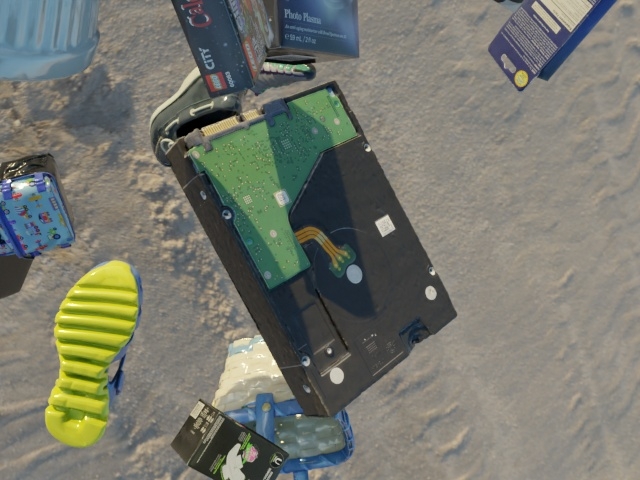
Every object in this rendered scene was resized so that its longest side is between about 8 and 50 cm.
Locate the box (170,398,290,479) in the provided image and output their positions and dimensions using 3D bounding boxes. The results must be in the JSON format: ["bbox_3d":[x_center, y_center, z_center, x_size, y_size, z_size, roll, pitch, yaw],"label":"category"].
[{"bbox_3d":[-0.083,0.192,0.559,0.083,0.062,0.052,39,72,-21],"label":"box"}]

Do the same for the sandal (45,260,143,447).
[{"bbox_3d":[-0.372,0.176,1.028,0.126,0.138,0.317,20,102,-4],"label":"sandal"}]

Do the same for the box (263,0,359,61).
[{"bbox_3d":[-0.069,-0.506,1.192,0.296,0.183,0.293,-20,110,-56],"label":"box"}]

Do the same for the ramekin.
[{"bbox_3d":[-0.255,-0.210,0.432,0.207,0.207,0.109,1,128,-38],"label":"ramekin"}]

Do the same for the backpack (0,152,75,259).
[{"bbox_3d":[-0.496,-0.045,0.977,0.173,0.117,0.158,-14,126,-15],"label":"backpack"}]

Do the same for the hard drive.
[{"bbox_3d":[0.000,0.000,0.723,0.237,0.064,0.338,-31,94,-35],"label":"hard drive"}]

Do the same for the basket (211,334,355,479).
[{"bbox_3d":[-0.051,0.300,0.885,0.201,0.288,0.254,-13,138,0],"label":"basket"}]

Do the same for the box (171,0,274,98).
[{"bbox_3d":[-0.104,-0.264,0.537,0.159,0.044,0.233,-86,161,-55],"label":"box"}]

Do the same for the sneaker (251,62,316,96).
[{"bbox_3d":[-0.116,-0.393,1.479,0.083,0.224,0.098,-59,158,-50],"label":"sneaker"}]

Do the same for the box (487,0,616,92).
[{"bbox_3d":[0.381,-0.365,1.008,0.037,0.225,0.136,7,47,-34],"label":"box"}]

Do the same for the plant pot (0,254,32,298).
[{"bbox_3d":[-0.675,0.017,1.165,0.187,0.167,0.188,33,112,-2],"label":"plant pot"}]

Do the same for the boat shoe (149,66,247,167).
[{"bbox_3d":[-0.176,-0.156,0.867,0.095,0.254,0.079,9,66,-37],"label":"boat shoe"}]

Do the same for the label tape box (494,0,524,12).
[{"bbox_3d":[0.214,-0.463,0.714,0.249,0.347,0.115,32,76,1],"label":"label tape box"}]
